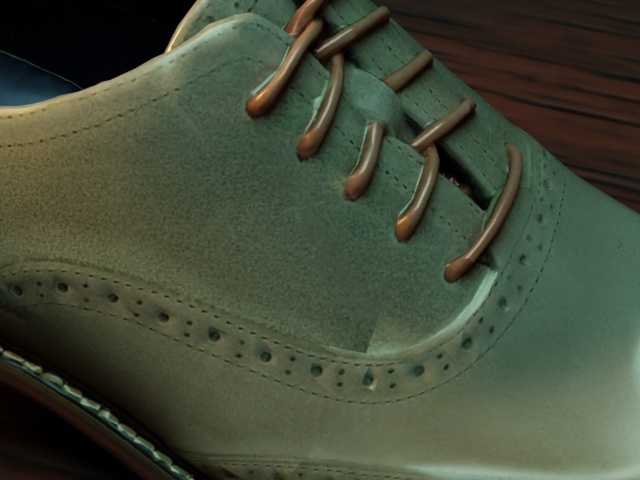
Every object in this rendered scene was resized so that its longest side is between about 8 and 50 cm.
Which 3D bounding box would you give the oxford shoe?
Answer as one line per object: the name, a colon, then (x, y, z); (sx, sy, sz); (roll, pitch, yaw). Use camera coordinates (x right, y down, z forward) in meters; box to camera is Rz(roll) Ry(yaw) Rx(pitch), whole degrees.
oxford shoe: (0.000, 0.000, 0.415); (0.397, 0.146, 0.140); (17, 47, 4)
